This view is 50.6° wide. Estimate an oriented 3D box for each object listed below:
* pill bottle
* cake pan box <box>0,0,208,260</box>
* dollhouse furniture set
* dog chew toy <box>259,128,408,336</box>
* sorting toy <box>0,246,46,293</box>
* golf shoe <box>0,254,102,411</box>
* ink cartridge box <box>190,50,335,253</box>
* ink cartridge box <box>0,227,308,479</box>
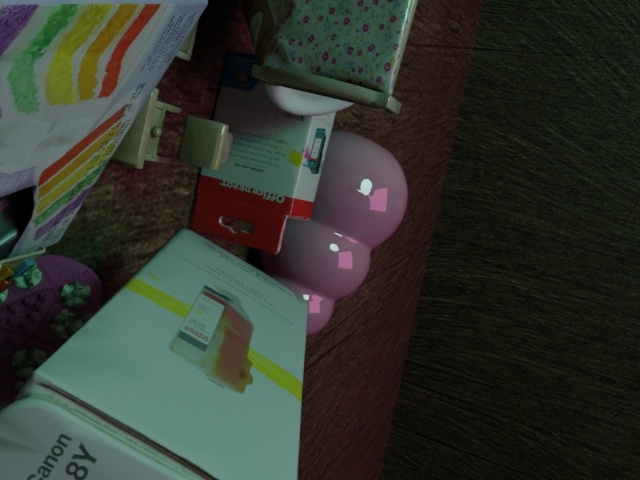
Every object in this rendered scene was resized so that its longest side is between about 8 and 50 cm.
[{"bbox_3d":[-0.022,-0.265,0.755,0.131,0.131,0.229,60,13,-63],"label":"pill bottle"},{"bbox_3d":[-0.213,-0.062,0.418,0.267,0.070,0.246,-48,177,25],"label":"cake pan box"},{"bbox_3d":[-0.037,-0.182,0.566,0.174,0.355,0.303,-1,106,-69],"label":"dollhouse furniture set"},{"bbox_3d":[0.000,0.000,1.054,0.332,0.206,0.206,-66,160,-2],"label":"dog chew toy"},{"bbox_3d":[-0.250,0.037,0.511,0.083,0.012,0.062,-37,-176,14],"label":"sorting toy"},{"bbox_3d":[-0.285,0.141,0.542,0.306,0.115,0.140,-62,-178,-41],"label":"golf shoe"},{"bbox_3d":[-0.069,-0.109,0.859,0.078,0.134,0.231,2,103,-70],"label":"ink cartridge box"},{"bbox_3d":[-0.146,0.175,0.524,0.279,0.160,0.384,-57,-174,10],"label":"ink cartridge box"}]
